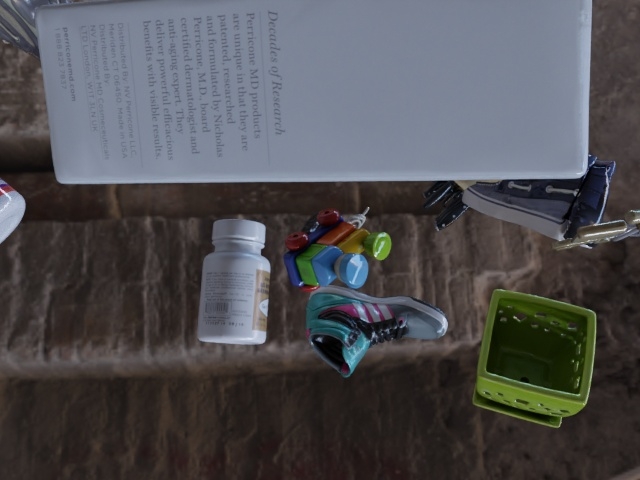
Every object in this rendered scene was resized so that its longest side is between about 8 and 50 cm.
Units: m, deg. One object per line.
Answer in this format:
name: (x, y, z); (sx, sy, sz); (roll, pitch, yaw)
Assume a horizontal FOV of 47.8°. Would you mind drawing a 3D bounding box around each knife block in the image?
knife block: (0.332, -0.140, 1.512); (0.242, 0.088, 0.275); (-54, -168, -22)

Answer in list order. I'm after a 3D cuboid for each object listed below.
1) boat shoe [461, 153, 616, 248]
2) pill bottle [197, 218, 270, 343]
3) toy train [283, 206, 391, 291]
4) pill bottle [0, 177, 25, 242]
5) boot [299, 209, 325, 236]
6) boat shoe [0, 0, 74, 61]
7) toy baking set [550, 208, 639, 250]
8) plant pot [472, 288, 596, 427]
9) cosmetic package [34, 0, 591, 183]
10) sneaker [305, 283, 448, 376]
boat shoe: (0.394, -0.102, 1.317); (0.340, 0.127, 0.158); (32, -73, 61)
pill bottle: (-0.163, 0.081, 1.389); (0.131, 0.131, 0.229); (118, -25, -78)
toy train: (0.064, -0.001, 1.259); (0.143, 0.248, 0.105); (8, -56, 42)
pill bottle: (-0.827, -0.122, 1.585); (0.181, 0.323, 0.181); (-49, -177, 3)
boot: (0.001, 0.000, 1.640); (0.099, 0.045, 0.121); (63, 37, -21)
boat shoe: (-0.590, -0.456, 1.453); (0.355, 0.130, 0.132); (55, 40, -36)
toy baking set: (0.431, -0.024, 0.981); (0.197, 0.256, 0.030); (151, -69, -69)
plant pot: (0.457, 0.271, 1.585); (0.207, 0.227, 0.228); (87, 20, -54)
cosmetic package: (0.003, -0.146, 0.671); (0.230, 0.453, 0.162); (-39, 129, -70)
sneaker: (0.100, 0.195, 1.459); (0.124, 0.295, 0.178); (85, 19, -46)
